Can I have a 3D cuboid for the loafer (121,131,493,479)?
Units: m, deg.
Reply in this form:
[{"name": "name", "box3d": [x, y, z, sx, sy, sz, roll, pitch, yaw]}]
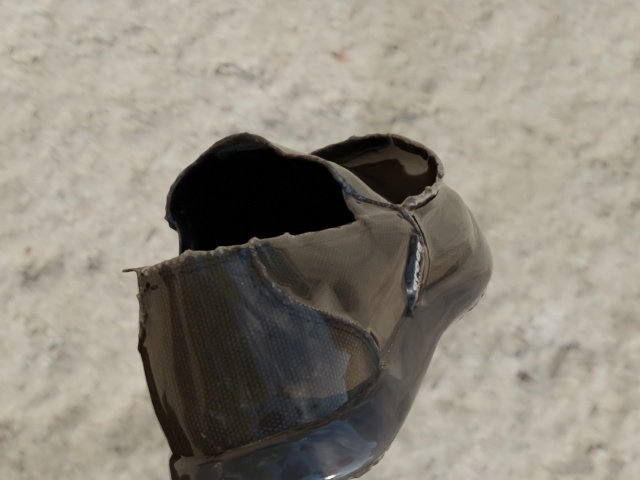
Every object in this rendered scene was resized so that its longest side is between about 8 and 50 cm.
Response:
[{"name": "loafer", "box3d": [0.000, 0.000, 0.912, 0.133, 0.366, 0.130, -17, 104, 12]}]
